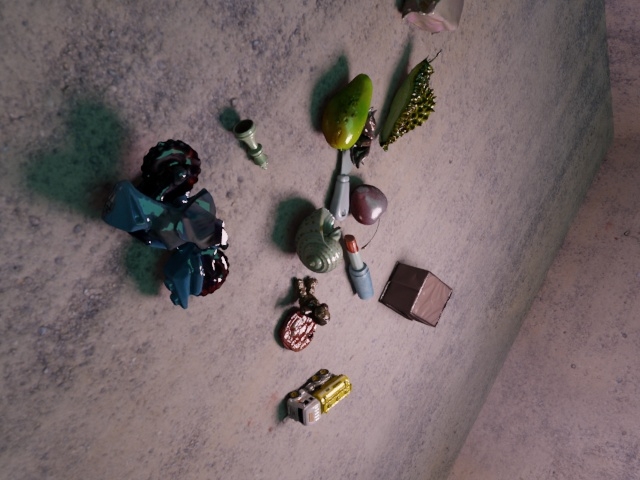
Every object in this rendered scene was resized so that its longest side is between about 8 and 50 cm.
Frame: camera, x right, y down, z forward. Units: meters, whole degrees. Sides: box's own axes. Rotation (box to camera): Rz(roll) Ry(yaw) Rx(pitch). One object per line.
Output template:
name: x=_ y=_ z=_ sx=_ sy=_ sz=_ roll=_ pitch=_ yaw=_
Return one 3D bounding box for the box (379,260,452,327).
box: x=0.375 y=0.214 z=2.094 sx=0.252 sy=0.153 sz=0.188 roll=37 pitch=76 yaw=-48

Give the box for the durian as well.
durian: x=0.301 y=-0.448 z=1.767 sx=0.106 sy=0.132 sz=0.375 roll=31 pitch=86 yaw=-37

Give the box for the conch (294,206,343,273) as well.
conch: x=-0.009 y=0.006 z=1.588 sx=0.172 sy=0.131 sz=0.200 roll=57 pitch=18 yaw=-19

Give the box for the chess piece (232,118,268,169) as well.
chess piece: x=-0.168 y=-0.233 z=1.371 sx=0.059 sy=0.059 sz=0.149 roll=-51 pitch=142 yaw=-23

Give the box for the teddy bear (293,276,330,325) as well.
teddy bear: x=-0.031 y=0.195 z=1.651 sx=0.119 sy=0.160 sz=0.078 roll=2 pitch=140 yaw=-47

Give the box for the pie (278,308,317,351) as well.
pie: x=-0.070 y=0.279 z=1.699 sx=0.153 sy=0.038 sz=0.154 roll=-17 pitch=115 yaw=-42

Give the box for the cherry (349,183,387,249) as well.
cherry: x=0.135 y=-0.094 z=1.728 sx=0.188 sy=0.115 sz=0.148 roll=-53 pitch=157 yaw=-12

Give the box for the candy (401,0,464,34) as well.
candy: x=0.359 y=-0.758 z=1.701 sx=0.195 sy=0.137 sz=0.185 roll=2 pitch=103 yaw=-51

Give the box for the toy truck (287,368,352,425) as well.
toy truck: x=-0.001 y=0.524 z=1.812 sx=0.226 sy=0.114 sz=0.098 roll=-26 pitch=124 yaw=-40

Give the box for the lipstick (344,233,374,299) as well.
lipstick: x=0.126 y=0.088 z=1.820 sx=0.061 sy=0.068 sz=0.274 roll=-47 pitch=137 yaw=-30

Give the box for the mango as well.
mango: x=0.078 y=-0.373 z=1.551 sx=0.125 sy=0.111 sz=0.233 roll=25 pitch=86 yaw=-56

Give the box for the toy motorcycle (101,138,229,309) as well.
toy motorcycle: x=-0.336 y=-0.015 z=1.195 sx=0.232 sy=0.172 sz=0.416 roll=-34 pitch=137 yaw=-28

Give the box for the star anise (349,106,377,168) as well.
star anise: x=0.131 y=-0.317 z=1.645 sx=0.180 sy=0.061 sz=0.205 roll=18 pitch=87 yaw=-85

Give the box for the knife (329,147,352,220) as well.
knife: x=0.078 y=-0.226 z=1.672 sx=0.080 sy=0.044 sz=0.332 roll=-3 pitch=103 yaw=-56
